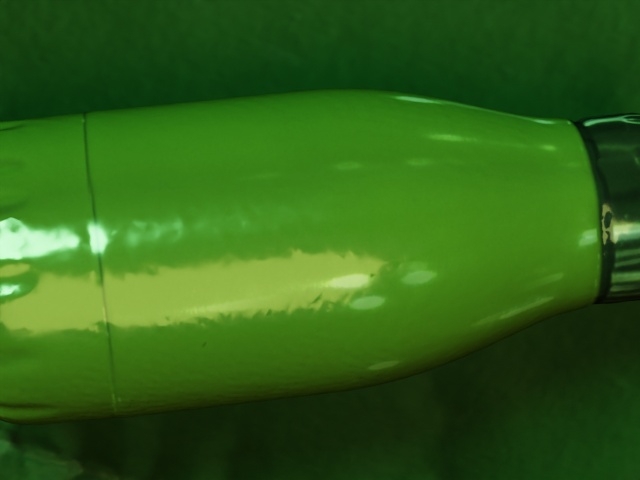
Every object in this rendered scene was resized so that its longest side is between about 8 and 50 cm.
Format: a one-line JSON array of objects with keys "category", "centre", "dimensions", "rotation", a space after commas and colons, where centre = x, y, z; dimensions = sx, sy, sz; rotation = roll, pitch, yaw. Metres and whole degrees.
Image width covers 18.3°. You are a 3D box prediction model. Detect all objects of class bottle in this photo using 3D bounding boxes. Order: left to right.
[{"category": "bottle", "centre": [0.000, 0.000, 0.724], "dimensions": [0.260, 0.112, 0.112], "rotation": [-6, 119, -5]}]
